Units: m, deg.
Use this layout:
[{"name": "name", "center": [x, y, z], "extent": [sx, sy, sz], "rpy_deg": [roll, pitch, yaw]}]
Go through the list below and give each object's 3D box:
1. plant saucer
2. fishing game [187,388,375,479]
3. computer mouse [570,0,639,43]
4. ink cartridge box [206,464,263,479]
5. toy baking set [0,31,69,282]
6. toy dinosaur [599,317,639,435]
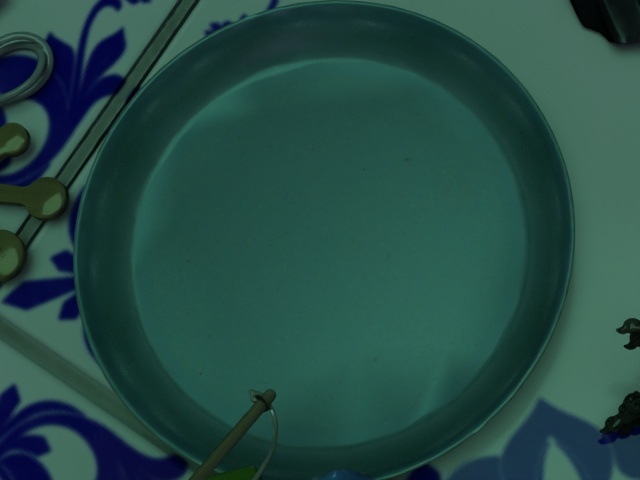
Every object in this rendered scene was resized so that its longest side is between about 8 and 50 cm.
[{"name": "plant saucer", "center": [0.000, 0.000, 0.813], "extent": [0.317, 0.044, 0.318], "rpy_deg": [-3, 73, 10]}, {"name": "fishing game", "center": [0.018, 0.213, 0.683], "extent": [0.264, 0.041, 0.189], "rpy_deg": [48, 46, -6]}, {"name": "computer mouse", "center": [0.218, -0.123, 0.807], "extent": [0.071, 0.041, 0.242], "rpy_deg": [-25, 71, 2]}, {"name": "ink cartridge box", "center": [-0.086, 0.270, 0.671], "extent": [0.188, 0.097, 0.255], "rpy_deg": [-9, 67, -35]}, {"name": "toy baking set", "center": [-0.274, -0.061, 0.895], "extent": [0.196, 0.030, 0.256], "rpy_deg": [-13, 72, 4]}, {"name": "toy dinosaur", "center": [0.207, 0.105, 0.687], "extent": [0.064, 0.268, 0.118], "rpy_deg": [-11, 40, -34]}]
